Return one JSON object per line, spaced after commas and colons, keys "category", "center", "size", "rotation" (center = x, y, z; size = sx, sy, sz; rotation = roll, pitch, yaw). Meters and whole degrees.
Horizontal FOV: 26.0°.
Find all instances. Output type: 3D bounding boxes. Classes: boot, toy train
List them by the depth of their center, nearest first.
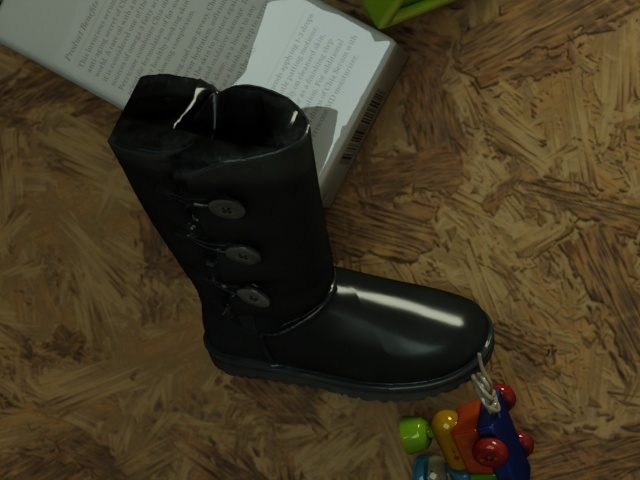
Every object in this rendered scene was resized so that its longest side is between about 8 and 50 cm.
{"category": "boot", "center": [-0.002, 0.000, 1.549], "size": [0.367, 0.445, 0.146], "rotation": [-1, 50, 10]}
{"category": "toy train", "center": [0.157, 0.221, 1.648], "size": [0.143, 0.105, 0.248], "rotation": [-8, 129, 22]}

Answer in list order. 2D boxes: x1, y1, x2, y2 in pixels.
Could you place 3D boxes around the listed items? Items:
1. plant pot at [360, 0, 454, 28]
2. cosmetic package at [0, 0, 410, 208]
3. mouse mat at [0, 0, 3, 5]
{"category": "plant pot", "center": [0.129, -0.409, 1.581], "size": [0.207, 0.227, 0.228], "rotation": [54, 144, 12]}
{"category": "cosmetic package", "center": [-0.145, -0.240, 1.698], "size": [0.453, 0.161, 0.230], "rotation": [30, 97, 8]}
{"category": "mouse mat", "center": [-0.388, -0.397, 1.787], "size": [0.153, 0.007, 0.189], "rotation": [32, 99, 30]}
